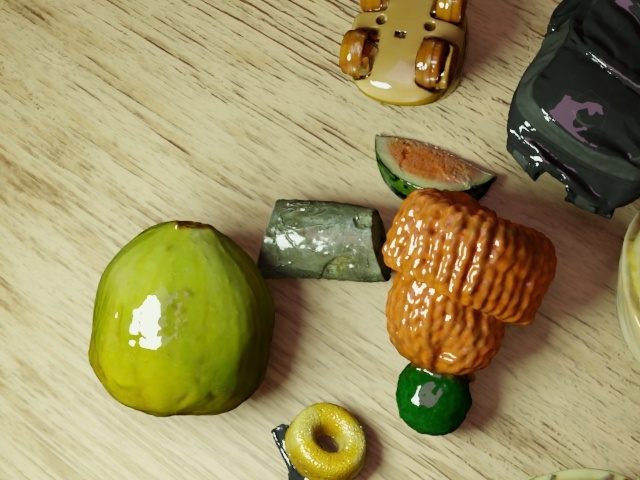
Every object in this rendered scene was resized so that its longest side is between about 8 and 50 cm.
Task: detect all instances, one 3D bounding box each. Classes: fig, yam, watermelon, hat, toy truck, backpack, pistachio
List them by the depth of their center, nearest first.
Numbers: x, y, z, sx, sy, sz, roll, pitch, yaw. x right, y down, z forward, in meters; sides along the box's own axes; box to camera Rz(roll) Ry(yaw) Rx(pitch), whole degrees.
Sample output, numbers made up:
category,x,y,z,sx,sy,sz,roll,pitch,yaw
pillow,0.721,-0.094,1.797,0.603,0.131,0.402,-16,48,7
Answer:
category,x,y,z,sx,sy,sz,roll,pitch,yaw
pistachio,0.589,0.083,1.430,0.238,0.229,0.321,21,65,-28
backpack,0.511,-0.261,1.502,0.363,0.255,0.446,40,74,15
hat,0.203,0.116,1.511,0.285,0.285,0.400,31,105,15
fig,-0.233,0.127,1.522,0.343,0.343,0.344,-2,78,11
yam,0.000,0.000,1.605,0.254,0.154,0.154,2,79,13
toy truck,0.164,-0.370,1.612,0.204,0.211,0.288,11,78,14
watermelon,0.198,-0.123,1.637,0.245,0.063,0.119,21,65,20

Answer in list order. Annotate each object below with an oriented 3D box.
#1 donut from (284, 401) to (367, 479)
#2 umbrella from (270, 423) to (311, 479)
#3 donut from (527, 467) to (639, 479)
category,x,y,z,sx,sy,sz,roll,pitch,yaw
donut,0.012,0.350,1.542,0.151,0.058,0.152,5,53,-7
umbrella,-0.001,0.475,1.538,0.118,0.118,0.340,-32,66,3
donut,0.442,0.531,1.380,0.307,0.150,0.371,-43,73,16
